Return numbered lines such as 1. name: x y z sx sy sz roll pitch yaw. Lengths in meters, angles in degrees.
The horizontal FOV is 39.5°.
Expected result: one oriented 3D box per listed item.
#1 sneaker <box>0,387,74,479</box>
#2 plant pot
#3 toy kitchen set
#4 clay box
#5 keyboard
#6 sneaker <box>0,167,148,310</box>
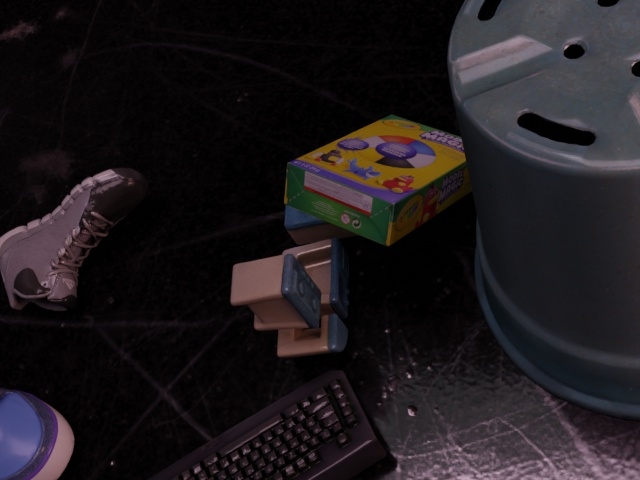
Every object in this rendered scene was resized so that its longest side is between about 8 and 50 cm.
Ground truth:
1. sneaker: -0.453 0.177 0.951 0.323 0.236 0.130 6 62 26
2. plant pot: 0.263 -0.068 0.745 0.341 0.334 0.341 -11 56 17
3. toy kitchen set: 0.000 0.000 0.916 0.122 0.166 0.207 -10 57 17
4. clay box: 0.080 -0.074 0.928 0.127 0.053 0.222 23 35 29
5. keyboard: -0.083 0.265 0.850 0.317 0.033 0.201 -32 43 2
6. sneaker: -0.295 0.016 1.093 0.229 0.086 0.132 -31 57 15
